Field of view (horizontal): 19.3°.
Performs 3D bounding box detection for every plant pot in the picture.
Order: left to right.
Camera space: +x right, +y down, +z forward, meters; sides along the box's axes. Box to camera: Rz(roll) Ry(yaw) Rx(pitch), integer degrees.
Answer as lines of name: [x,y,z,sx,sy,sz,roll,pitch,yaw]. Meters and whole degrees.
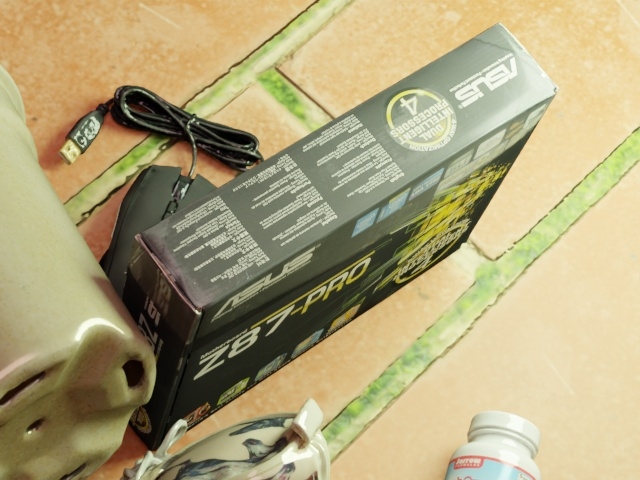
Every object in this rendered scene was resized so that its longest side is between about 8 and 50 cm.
plant pot: [-0.307,0.058,1.532,0.334,0.333,0.305,-30,61,-24]

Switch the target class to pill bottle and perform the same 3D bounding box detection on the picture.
pill bottle: [0.151,0.239,1.701,0.087,0.087,0.160,18,60,-2]

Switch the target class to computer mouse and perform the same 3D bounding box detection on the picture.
computer mouse: [-0.176,-0.041,1.797,0.184,0.060,0.262,26,60,2]

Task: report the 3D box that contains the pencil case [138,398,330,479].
pencil case: [-0.019,0.338,1.485,0.184,0.160,0.410,-16,95,11]

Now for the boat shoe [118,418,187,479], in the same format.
boat shoe: [-0.130,0.235,1.620,0.367,0.136,0.156,1,63,-14]

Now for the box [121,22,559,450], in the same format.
box: [0.000,0.000,1.665,0.395,0.318,0.097,-32,73,-25]
